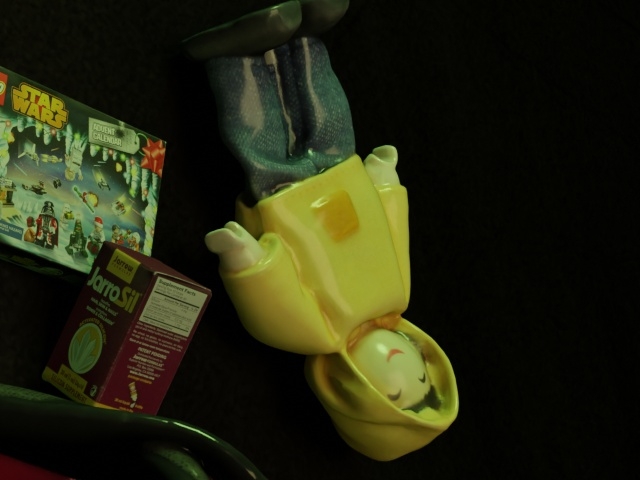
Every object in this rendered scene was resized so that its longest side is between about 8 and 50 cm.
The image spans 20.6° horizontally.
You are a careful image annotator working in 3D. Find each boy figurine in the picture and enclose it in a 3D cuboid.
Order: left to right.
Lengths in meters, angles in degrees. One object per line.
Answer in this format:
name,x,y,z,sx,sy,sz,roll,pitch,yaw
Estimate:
boy figurine,0.000,0.000,1.057,0.177,0.092,0.285,-19,93,-50

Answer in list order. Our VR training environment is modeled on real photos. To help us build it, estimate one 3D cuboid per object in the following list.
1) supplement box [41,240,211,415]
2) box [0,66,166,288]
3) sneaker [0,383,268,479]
supplement box,-0.103,0.051,0.936,0.043,0.055,0.083,23,92,-43
box,-0.146,-0.031,0.949,0.137,0.027,0.094,23,64,-43
sneaker,-0.069,0.186,0.800,0.482,0.202,0.185,21,69,-27
